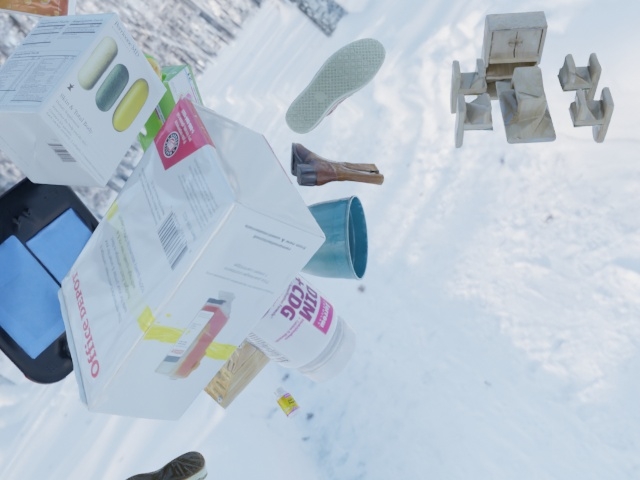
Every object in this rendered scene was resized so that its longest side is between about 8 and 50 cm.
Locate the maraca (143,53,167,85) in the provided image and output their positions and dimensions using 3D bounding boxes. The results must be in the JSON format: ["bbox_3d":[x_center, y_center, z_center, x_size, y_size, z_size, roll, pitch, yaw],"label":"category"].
[{"bbox_3d":[-0.435,-0.387,1.714,0.127,0.099,0.186,-49,-13,2],"label":"maraca"}]

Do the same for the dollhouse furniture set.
[{"bbox_3d":[0.527,-0.381,1.875,0.256,0.363,0.394,81,-172,-53],"label":"dollhouse furniture set"}]

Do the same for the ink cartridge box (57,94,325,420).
[{"bbox_3d":[-0.207,0.032,1.031,0.384,0.160,0.279,-51,44,20],"label":"ink cartridge box"}]

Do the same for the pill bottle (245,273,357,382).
[{"bbox_3d":[-0.070,0.142,1.337,0.160,0.283,0.160,-35,31,25],"label":"pill bottle"}]

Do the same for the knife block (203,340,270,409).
[{"bbox_3d":[-0.144,0.236,1.652,0.242,0.088,0.275,-14,-48,-51],"label":"knife block"}]

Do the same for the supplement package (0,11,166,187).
[{"bbox_3d":[-0.470,-0.266,1.332,0.198,0.199,0.262,6,57,28],"label":"supplement package"}]

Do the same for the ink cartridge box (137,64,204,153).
[{"bbox_3d":[-0.473,-0.402,2.172,0.097,0.188,0.255,1,37,24],"label":"ink cartridge box"}]

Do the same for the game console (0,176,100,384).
[{"bbox_3d":[-0.596,0.079,1.528,0.342,0.386,0.060,-45,22,-28],"label":"game console"}]

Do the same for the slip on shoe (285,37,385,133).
[{"bbox_3d":[0.038,-0.420,1.909,0.331,0.123,0.101,-43,5,11],"label":"slip on shoe"}]

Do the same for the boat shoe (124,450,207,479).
[{"bbox_3d":[-0.434,0.668,1.873,0.285,0.089,0.104,-20,42,-18],"label":"boat shoe"}]

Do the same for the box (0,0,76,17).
[{"bbox_3d":[-0.953,-0.823,2.211,0.168,0.346,0.214,-129,46,-72],"label":"box"}]

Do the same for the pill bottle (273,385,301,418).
[{"bbox_3d":[-0.090,0.429,1.868,0.043,0.083,0.043,-33,-22,-15],"label":"pill bottle"}]

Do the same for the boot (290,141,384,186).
[{"bbox_3d":[0.048,-0.256,2.318,0.264,0.281,0.096,-122,32,-63],"label":"boot"}]

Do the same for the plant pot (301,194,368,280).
[{"bbox_3d":[0.000,0.000,2.258,0.256,0.271,0.271,-4,35,16],"label":"plant pot"}]
